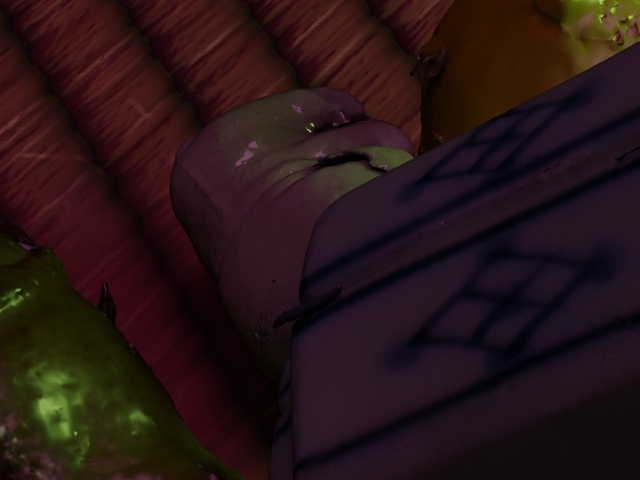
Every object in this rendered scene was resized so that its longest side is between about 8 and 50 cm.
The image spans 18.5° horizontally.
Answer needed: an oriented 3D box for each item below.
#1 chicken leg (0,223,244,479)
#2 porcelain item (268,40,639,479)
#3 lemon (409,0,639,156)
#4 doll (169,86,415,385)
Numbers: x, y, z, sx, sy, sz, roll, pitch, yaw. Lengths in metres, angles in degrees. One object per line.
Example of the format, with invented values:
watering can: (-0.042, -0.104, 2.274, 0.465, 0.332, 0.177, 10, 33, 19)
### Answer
chicken leg: (-0.137, 0.092, 0.826, 0.211, 0.140, 0.361, -27, 46, -32)
porcelain item: (0.143, 0.070, 0.699, 0.281, 0.286, 0.157, -27, 39, 31)
lemon: (0.138, -0.057, 0.930, 0.173, 0.206, 0.173, -15, 66, 39)
doll: (0.000, 0.000, 0.888, 0.095, 0.149, 0.192, 19, 16, -38)
